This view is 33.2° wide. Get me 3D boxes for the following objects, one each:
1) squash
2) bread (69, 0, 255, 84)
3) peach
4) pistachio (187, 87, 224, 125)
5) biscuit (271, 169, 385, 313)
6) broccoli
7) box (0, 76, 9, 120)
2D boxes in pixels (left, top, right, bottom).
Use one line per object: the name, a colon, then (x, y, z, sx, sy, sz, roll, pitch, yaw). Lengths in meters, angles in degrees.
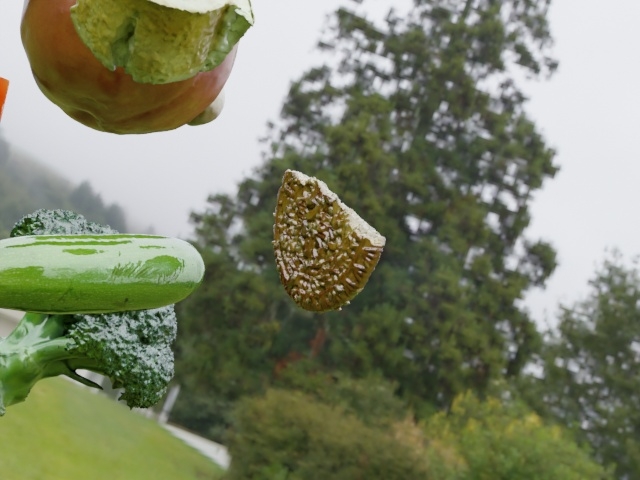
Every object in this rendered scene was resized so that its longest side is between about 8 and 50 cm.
squash: (-0.226, 0.034, 1.089, 0.082, 0.082, 0.292, 8, 5, 41)
bread: (-0.184, -0.297, 1.223, 0.186, 0.257, 0.124, 16, -44, -32)
peach: (-0.288, -0.310, 1.627, 0.343, 0.301, 0.343, 14, -17, 4)
pistachio: (-0.240, -0.293, 1.949, 0.126, 0.185, 0.108, -12, -21, -23)
biscuit: (-0.007, 0.007, 1.099, 0.025, 0.126, 0.206, 10, 18, -31)
broccoli: (-0.332, 0.101, 1.395, 0.297, 0.297, 0.297, 49, -24, 31)
box: (-0.577, -0.156, 1.754, 0.035, 0.139, 0.245, 20, -33, -28)
